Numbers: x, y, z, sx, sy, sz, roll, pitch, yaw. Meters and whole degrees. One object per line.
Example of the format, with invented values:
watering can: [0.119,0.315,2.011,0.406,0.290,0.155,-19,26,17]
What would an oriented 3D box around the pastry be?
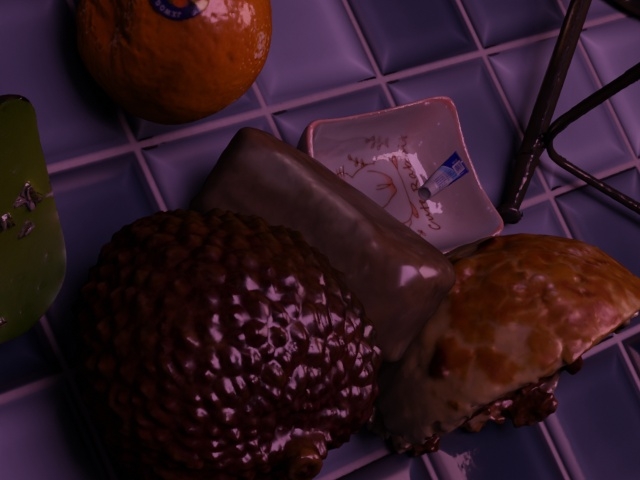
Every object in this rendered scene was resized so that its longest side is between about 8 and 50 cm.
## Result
pastry: [0.157,0.074,1.699,0.256,0.237,0.170,-17,70,-44]

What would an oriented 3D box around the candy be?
candy: [0.000,0.000,1.620,0.234,0.104,0.102,38,8,25]

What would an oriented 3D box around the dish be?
dish: [0.061,-0.044,1.775,0.212,0.077,0.151,-15,81,-45]

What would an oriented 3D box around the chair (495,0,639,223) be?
chair: [0.431,-0.194,2.000,0.365,0.362,0.410,26,49,-29]

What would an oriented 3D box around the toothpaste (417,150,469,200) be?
toothpaste: [0.116,-0.059,1.768,0.024,0.015,0.083,55,39,-5]

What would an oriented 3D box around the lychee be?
lychee: [-0.078,0.089,1.484,0.236,0.236,0.271,-4,48,-42]

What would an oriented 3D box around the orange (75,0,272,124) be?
orange: [-0.123,-0.187,1.613,0.155,0.178,0.177,-13,78,-57]

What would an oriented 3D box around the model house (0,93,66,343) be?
model house: [-0.348,0.012,1.358,0.294,0.154,0.207,-36,139,-31]
